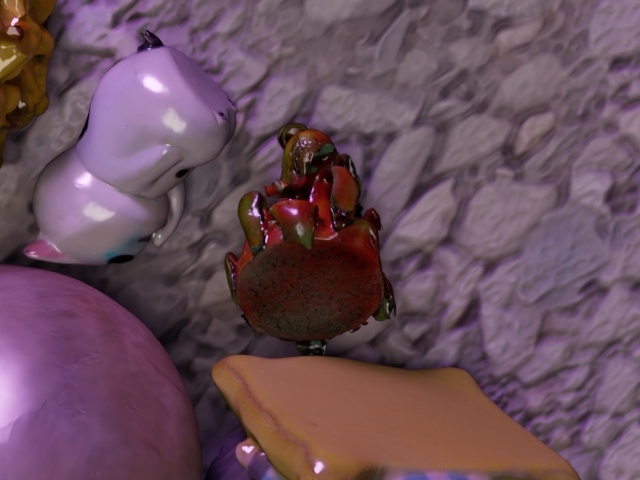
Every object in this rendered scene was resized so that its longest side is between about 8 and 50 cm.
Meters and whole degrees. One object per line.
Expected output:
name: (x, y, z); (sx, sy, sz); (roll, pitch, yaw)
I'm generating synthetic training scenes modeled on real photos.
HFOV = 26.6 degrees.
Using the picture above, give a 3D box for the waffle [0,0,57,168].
waffle: (-0.336, -0.172, 0.958); (0.261, 0.151, 0.324); (-28, 103, 10)

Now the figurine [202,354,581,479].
figurine: (0.024, 0.305, 0.962); (0.266, 0.361, 0.377); (11, 107, -15)

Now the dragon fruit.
dragon fruit: (0.000, 0.000, 1.016); (0.138, 0.142, 0.175); (12, 73, -28)

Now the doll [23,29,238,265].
doll: (-0.139, -0.056, 1.001); (0.107, 0.110, 0.180); (34, 104, -6)

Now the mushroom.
mushroom: (-0.249, 0.195, 0.968); (0.362, 0.362, 0.294); (-19, 142, 5)
